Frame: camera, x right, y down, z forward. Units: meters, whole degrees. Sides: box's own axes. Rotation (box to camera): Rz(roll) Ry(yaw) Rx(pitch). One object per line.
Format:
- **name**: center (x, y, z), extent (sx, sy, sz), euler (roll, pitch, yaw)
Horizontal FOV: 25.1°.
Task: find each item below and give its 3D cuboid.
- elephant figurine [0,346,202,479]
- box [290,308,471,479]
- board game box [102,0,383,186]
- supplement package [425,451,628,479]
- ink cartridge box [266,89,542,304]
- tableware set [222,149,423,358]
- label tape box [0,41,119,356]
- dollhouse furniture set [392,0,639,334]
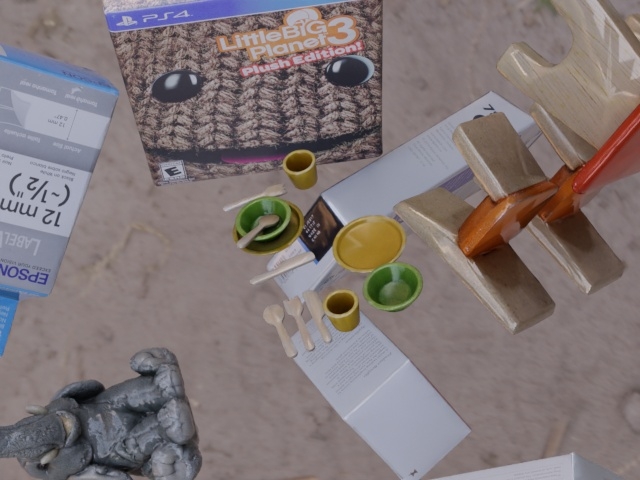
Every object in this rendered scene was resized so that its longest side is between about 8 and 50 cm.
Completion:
- **elephant figurine**: center (-0.259, 0.216, 1.585), extent (0.239, 0.186, 0.169), euler (-15, 28, -5)
- **box**: center (0.058, 0.154, 1.513), extent (0.091, 0.130, 0.170), euler (-42, 33, -2)
- **board game box**: center (-0.064, -0.193, 1.311), extent (0.232, 0.291, 0.141), euler (-8, 63, -1)
- **supplement package**: center (0.161, 0.302, 1.171), extent (0.194, 0.149, 0.203), euler (-17, 59, 34)
- **ink cartridge box**: center (0.103, -0.058, 1.527), extent (0.065, 0.333, 0.165), euler (52, 145, 11)
- **tableware set**: center (0.000, 0.000, 0.912), extent (0.104, 0.024, 0.154), euler (-22, 46, -3)
- **label tape box**: center (-0.387, -0.040, 1.500), extent (0.115, 0.249, 0.347), euler (37, 109, 61)
- **dollhouse furniture set**: center (0.206, -0.076, 0.709), extent (0.135, 0.259, 0.262), euler (50, 128, 16)
